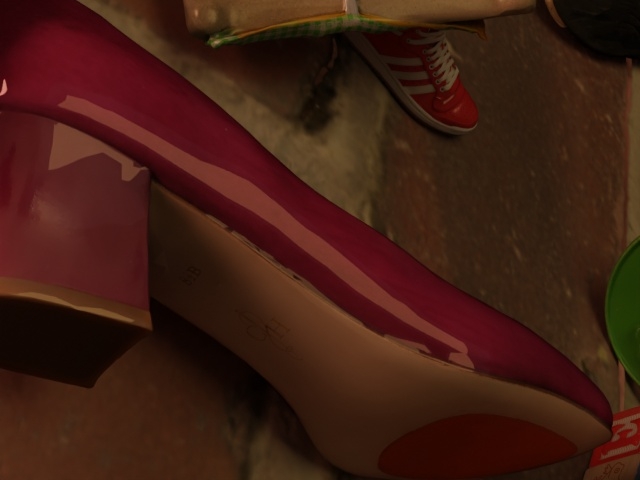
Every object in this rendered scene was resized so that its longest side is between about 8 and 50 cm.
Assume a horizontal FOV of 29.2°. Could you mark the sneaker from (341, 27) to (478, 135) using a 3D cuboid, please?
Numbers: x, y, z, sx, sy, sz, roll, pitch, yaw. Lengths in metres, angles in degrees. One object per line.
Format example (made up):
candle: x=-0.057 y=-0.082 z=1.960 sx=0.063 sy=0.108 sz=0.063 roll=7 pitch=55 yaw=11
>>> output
sneaker: x=0.068 y=-0.116 z=0.736 sx=0.118 sy=0.067 sz=0.042 roll=42 pitch=47 yaw=-18

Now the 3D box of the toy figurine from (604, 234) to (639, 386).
toy figurine: x=0.283 y=0.056 z=0.827 sx=0.159 sy=0.130 sz=0.173 roll=-17 pitch=103 yaw=-55

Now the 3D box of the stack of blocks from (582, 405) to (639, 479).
stack of blocks: x=0.201 y=0.201 z=0.620 sx=0.087 sy=0.171 sz=0.297 roll=46 pitch=45 yaw=-15

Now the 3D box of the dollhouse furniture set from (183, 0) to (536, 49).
dollhouse furniture set: x=0.001 y=-0.245 z=0.717 sx=0.198 sy=0.151 sz=0.301 roll=-6 pitch=85 yaw=-10

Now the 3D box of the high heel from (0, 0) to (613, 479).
high heel: x=0.000 y=0.000 z=0.582 sx=0.377 sy=0.127 sz=0.181 roll=24 pitch=48 yaw=-37

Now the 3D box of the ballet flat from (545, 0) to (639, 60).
ballet flat: x=0.227 y=-0.168 z=0.935 sx=0.173 sy=0.049 sz=0.057 roll=10 pitch=107 yaw=-38
